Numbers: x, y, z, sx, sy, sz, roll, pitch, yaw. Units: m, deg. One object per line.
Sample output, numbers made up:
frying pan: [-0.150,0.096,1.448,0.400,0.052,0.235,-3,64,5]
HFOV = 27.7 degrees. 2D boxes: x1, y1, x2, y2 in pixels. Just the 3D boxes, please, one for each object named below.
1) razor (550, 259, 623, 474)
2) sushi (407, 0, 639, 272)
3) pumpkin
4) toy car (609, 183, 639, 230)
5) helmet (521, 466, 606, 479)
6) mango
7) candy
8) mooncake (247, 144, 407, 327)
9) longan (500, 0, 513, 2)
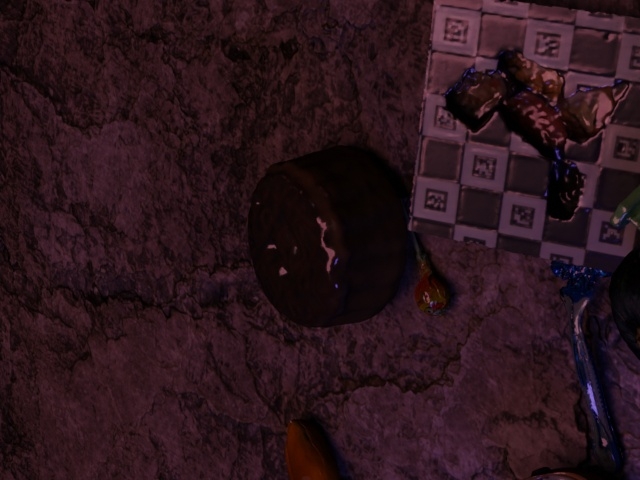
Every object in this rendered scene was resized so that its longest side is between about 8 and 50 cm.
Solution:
razor: [0.386,0.187,1.863,0.093,0.056,0.324,-2,102,44]
sushi: [0.309,-0.152,1.795,0.343,0.064,0.359,11,113,15]
pumpkin: [0.470,0.095,1.638,0.233,0.163,0.233,51,167,17]
toy car: [0.519,-0.122,1.511,0.213,0.176,0.358,46,118,25]
helmet: [0.367,0.417,1.901,0.224,0.130,0.198,-36,81,35]
mango: [-0.015,0.399,2.324,0.105,0.084,0.159,125,138,-58]
candy: [0.156,0.024,2.057,0.060,0.060,0.201,-31,71,46]
mooncake: [0.000,0.000,2.103,0.290,0.161,0.290,22,119,49]
longan: [0.230,-0.310,1.838,0.119,0.106,0.106,-112,32,-54]
